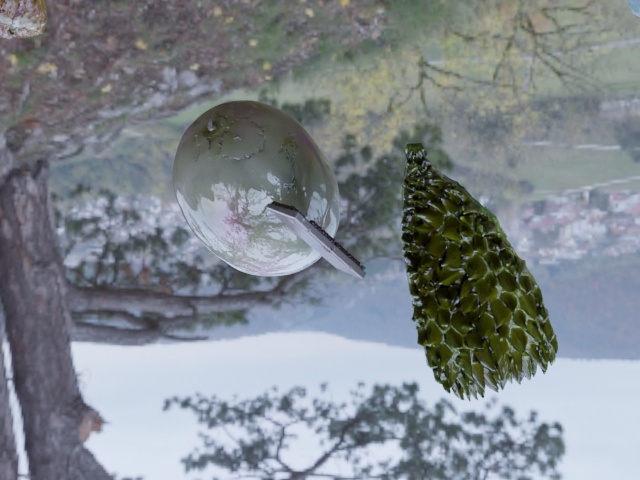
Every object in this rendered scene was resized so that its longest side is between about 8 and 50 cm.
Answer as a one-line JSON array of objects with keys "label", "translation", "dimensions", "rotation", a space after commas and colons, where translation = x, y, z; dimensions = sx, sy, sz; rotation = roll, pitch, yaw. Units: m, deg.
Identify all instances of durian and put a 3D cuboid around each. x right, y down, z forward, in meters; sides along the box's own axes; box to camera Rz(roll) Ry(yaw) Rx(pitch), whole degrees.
[{"label": "durian", "translation": [0.192, 0.046, 0.997], "dimensions": [0.163, 0.394, 0.198], "rotation": [-19, -157, 21]}]

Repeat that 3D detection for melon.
[{"label": "melon", "translation": [-0.088, -0.069, 1.151], "dimensions": [0.223, 0.223, 0.317], "rotation": [-1, 151, 19]}]

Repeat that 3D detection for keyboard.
[{"label": "keyboard", "translation": [0.000, 0.000, 0.965], "dimensions": [0.055, 0.017, 0.166], "rotation": [22, 167, 42]}]

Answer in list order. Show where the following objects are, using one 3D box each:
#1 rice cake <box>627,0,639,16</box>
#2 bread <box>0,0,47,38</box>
[{"label": "rice cake", "translation": [0.281, -0.252, 0.678], "dimensions": [0.042, 0.030, 0.180], "rotation": [32, 175, 32]}, {"label": "bread", "translation": [-0.296, -0.219, 0.559], "dimensions": [0.105, 0.076, 0.233], "rotation": [-21, 130, 28]}]
